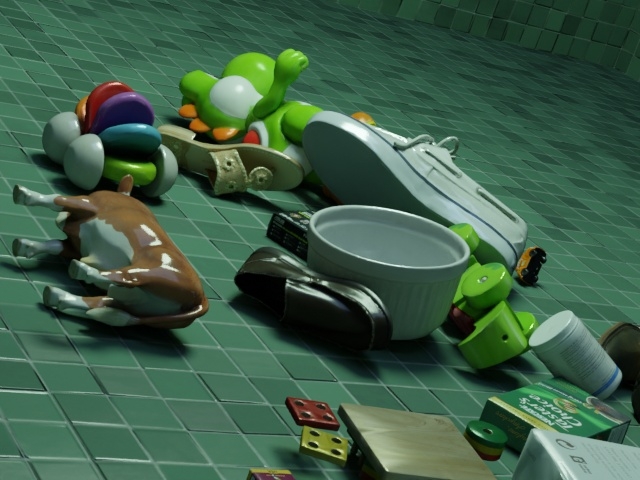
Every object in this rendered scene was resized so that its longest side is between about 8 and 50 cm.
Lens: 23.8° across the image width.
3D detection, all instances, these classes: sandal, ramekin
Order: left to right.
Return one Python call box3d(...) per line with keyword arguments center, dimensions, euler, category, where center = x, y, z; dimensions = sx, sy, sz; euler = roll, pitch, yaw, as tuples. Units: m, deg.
box3d(center=(-0.148, -0.097, 2.217), dimensions=(0.240, 0.088, 0.079), euler=(17, 48, 13), category="sandal")
box3d(center=(0.077, 0.042, 1.915), dimensions=(0.207, 0.109, 0.207), euler=(10, 21, -4), category="ramekin")

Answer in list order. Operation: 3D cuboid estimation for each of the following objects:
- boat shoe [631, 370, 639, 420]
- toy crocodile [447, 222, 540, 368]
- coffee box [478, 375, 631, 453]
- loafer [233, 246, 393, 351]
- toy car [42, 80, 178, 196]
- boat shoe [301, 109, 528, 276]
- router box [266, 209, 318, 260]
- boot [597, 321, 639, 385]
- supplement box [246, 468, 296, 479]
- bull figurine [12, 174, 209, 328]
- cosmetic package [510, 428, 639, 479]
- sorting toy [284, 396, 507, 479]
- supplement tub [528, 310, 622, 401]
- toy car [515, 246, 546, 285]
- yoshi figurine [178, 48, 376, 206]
box3d(center=(0.500, 0.231, 1.826), dimensions=(0.120, 0.122, 0.324), euler=(15, 19, -23), category="boat shoe")
box3d(center=(0.201, 0.073, 2.016), dimensions=(0.115, 0.105, 0.340), euler=(57, 2, -25), category="toy crocodile")
box3d(center=(0.275, 0.212, 1.772), dimensions=(0.113, 0.040, 0.184), euler=(31, 21, 31), category="coffee box")
box3d(center=(-0.015, 0.081, 1.818), dimensions=(0.220, 0.080, 0.078), euler=(23, 30, 29), category="loafer")
box3d(center=(-0.279, -0.145, 2.078), dimensions=(0.159, 0.136, 0.182), euler=(7, 22, -35), category="toy car")
box3d(center=(0.152, -0.092, 2.219), dimensions=(0.367, 0.136, 0.156), euler=(34, 48, 3), category="boat shoe")
box3d(center=(0.000, 0.000, 2.104), dimensions=(0.122, 0.038, 0.092), euler=(32, 21, 33), category="router box")
box3d(center=(0.434, 0.163, 2.013), dimensions=(0.106, 0.082, 0.219), euler=(27, 17, 28), category="boot")
box3d(center=(-0.036, 0.245, 1.336), dimensions=(0.043, 0.055, 0.083), euler=(8, 22, -32), category="supplement box")
box3d(center=(-0.245, 0.007, 1.740), dimensions=(0.188, 0.101, 0.310), euler=(2, 23, -34), category="bull figurine")
box3d(center=(0.331, 0.310, 1.276), dimensions=(0.385, 0.217, 0.156), euler=(11, 19, -17), category="cosmetic package")
box3d(center=(0.085, 0.222, 1.537), dimensions=(0.274, 0.046, 0.132), euler=(11, 20, -26), category="sorting toy")
box3d(center=(0.317, 0.148, 1.887), dimensions=(0.107, 0.071, 0.071), euler=(51, 14, -11), category="supplement tub")
box3d(center=(0.284, 0.034, 2.271), dimensions=(0.122, 0.060, 0.040), euler=(4, 10, -43), category="toy car")
box3d(center=(-0.054, -0.204, 2.416), dimensions=(0.362, 0.203, 0.203), euler=(27, 12, 28), category="yoshi figurine")
